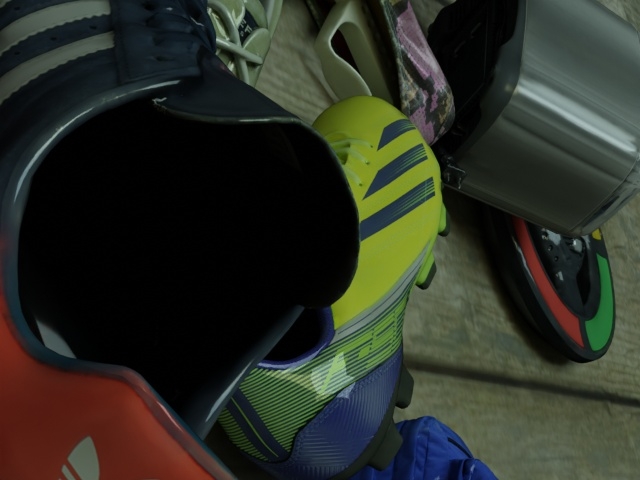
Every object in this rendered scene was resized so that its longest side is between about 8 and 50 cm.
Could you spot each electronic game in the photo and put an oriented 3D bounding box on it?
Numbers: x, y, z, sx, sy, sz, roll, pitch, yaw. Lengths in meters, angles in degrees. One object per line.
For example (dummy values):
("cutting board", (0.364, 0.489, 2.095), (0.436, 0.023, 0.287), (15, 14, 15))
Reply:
("electronic game", (0.191, -0.010, 1.182), (0.229, 0.048, 0.229), (42, 38, -44))

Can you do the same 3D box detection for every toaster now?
("toaster", (0.161, -0.102, 1.052), (0.146, 0.129, 0.227), (25, 43, -17))

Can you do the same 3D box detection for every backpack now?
("backpack", (0.059, 0.158, 0.766), (0.120, 0.101, 0.098), (-85, 151, -46))

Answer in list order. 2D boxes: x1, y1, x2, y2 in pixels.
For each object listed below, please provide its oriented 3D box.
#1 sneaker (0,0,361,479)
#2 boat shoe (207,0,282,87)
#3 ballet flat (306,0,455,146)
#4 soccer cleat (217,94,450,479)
("sneaker", (-0.055, -0.034, 0.474), (0.131, 0.148, 0.350), (50, 32, -37))
("boat shoe", (-0.074, -0.098, 0.694), (0.109, 0.094, 0.302), (46, 35, -39))
("ballet flat", (0.018, -0.154, 0.942), (0.079, 0.077, 0.221), (-38, 107, -42))
("soccer cleat", (0.001, 0.000, 0.774), (0.121, 0.093, 0.289), (45, 35, -29))
